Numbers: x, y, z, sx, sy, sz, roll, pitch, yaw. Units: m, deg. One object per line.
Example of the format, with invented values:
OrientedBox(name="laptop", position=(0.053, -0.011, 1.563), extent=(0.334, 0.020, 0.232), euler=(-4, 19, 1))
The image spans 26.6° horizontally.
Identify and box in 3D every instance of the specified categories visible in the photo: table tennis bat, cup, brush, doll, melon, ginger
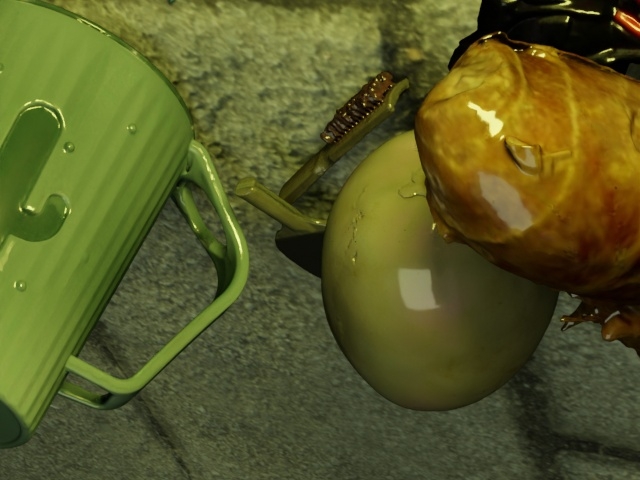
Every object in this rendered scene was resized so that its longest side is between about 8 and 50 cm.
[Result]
OrientedBox(name="table tennis bat", position=(0.000, 0.000, 1.435), extent=(0.138, 0.022, 0.246), euler=(-11, 146, 41))
OrientedBox(name="cup", position=(-0.291, -0.011, 1.363), extent=(0.401, 0.392, 0.310), euler=(13, 151, 14))
OrientedBox(name="brush", position=(0.010, -0.096, 1.327), extent=(0.036, 0.043, 0.248), euler=(41, 147, -7))
OrientedBox(name="doll", position=(0.219, -0.161, 1.048), extent=(0.249, 0.088, 0.127), euler=(-7, 114, 30))
OrientedBox(name="melon", position=(0.111, 0.029, 1.256), extent=(0.223, 0.223, 0.317), euler=(18, 147, 15))
OrientedBox(name="ginger", position=(0.229, -0.010, 1.034), extent=(0.418, 0.176, 0.254), euler=(11, 132, -31))

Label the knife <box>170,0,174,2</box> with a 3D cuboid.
OrientedBox(name="knife", position=(-0.147, -0.255, 1.252), extent=(0.014, 0.005, 0.091), euler=(13, 145, 21))
